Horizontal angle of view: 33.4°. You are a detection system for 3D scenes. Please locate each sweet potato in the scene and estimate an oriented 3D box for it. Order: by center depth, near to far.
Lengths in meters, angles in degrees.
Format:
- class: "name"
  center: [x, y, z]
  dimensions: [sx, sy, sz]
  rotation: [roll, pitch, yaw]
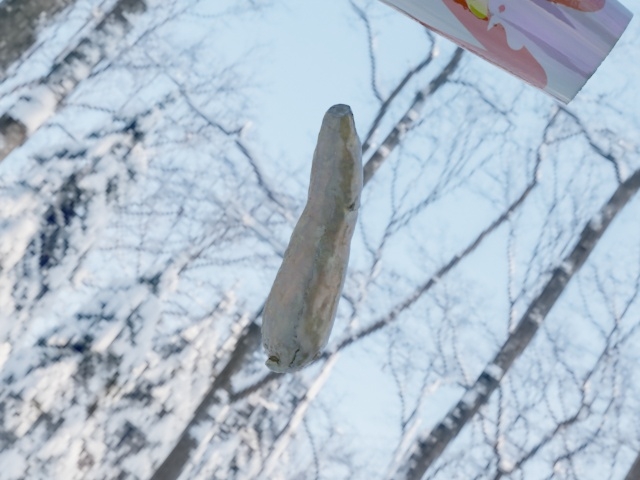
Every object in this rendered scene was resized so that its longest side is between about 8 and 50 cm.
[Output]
- class: "sweet potato"
  center: [0.000, 0.000, 1.062]
  dimensions: [0.075, 0.273, 0.075]
  rotation: [15, -6, 2]

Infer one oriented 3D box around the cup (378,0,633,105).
- class: "cup"
  center: [0.214, -0.297, 1.271]
  dimensions: [0.288, 0.203, 0.203]
  rotation: [35, -23, 2]
